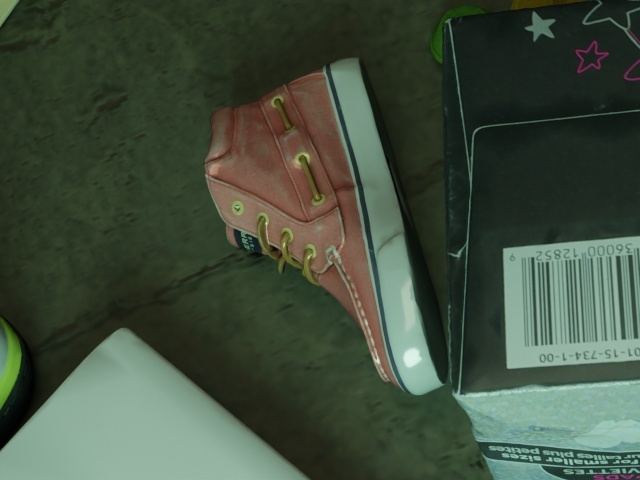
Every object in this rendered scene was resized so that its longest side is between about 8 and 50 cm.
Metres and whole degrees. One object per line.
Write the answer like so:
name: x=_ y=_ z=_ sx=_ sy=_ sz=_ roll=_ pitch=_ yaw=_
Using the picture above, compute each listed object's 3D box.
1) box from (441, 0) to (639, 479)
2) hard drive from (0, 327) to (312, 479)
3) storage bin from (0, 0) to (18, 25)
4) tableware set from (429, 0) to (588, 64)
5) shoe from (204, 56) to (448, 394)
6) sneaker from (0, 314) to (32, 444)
box: x=0.179 y=0.005 z=0.580 sx=0.247 sy=0.142 sz=0.163 roll=-6 pitch=63 yaw=13
hard drive: x=-0.039 y=0.202 z=0.598 sx=0.318 sy=0.040 sz=0.210 roll=36 pitch=77 yaw=28
storage bin: x=-0.248 y=-0.259 z=0.855 sx=0.262 sy=0.123 sz=0.260 roll=23 pitch=72 yaw=26
tableware set: x=0.129 y=-0.086 z=0.714 sx=0.154 sy=0.024 sz=0.104 roll=-12 pitch=57 yaw=11
shoe: x=0.000 y=0.000 z=0.684 sx=0.081 sy=0.063 sz=0.178 roll=-19 pitch=54 yaw=8
sneaker: x=-0.223 y=0.106 z=0.670 sx=0.084 sy=0.097 sz=0.235 roll=26 pitch=73 yaw=27
